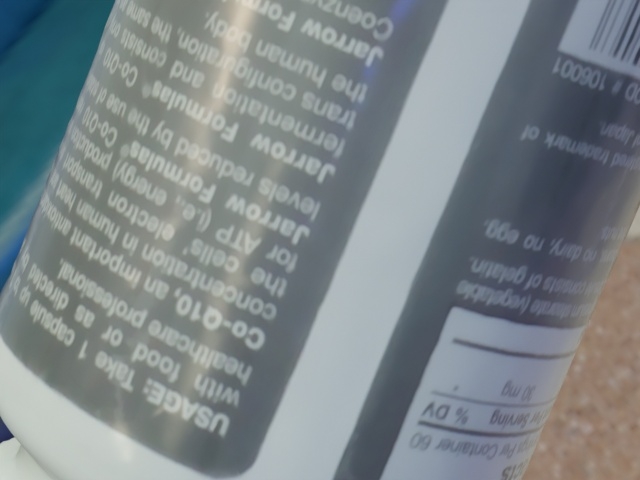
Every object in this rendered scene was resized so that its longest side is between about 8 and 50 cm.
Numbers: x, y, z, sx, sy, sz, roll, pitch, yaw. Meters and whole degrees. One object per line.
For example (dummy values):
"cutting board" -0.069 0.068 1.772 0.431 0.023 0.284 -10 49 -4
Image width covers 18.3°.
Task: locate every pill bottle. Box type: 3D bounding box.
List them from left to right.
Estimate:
"pill bottle" 0.000 0.000 0.722 0.361 0.204 0.204 -67 27 10
